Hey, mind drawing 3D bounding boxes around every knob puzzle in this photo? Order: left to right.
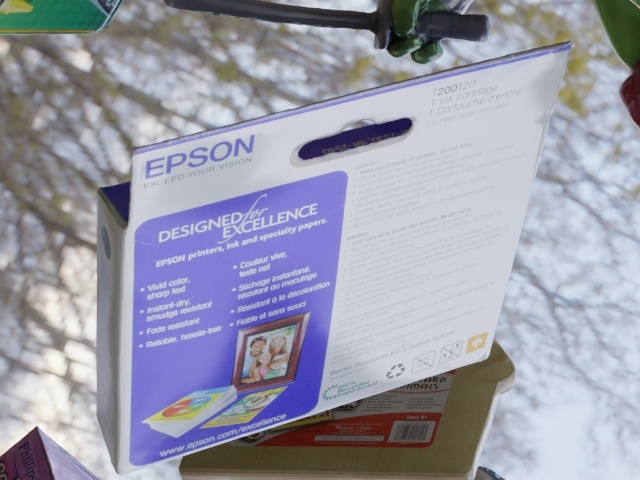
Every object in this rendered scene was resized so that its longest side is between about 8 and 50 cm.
[{"bbox_3d":[0.024,0.089,1.042,0.213,0.213,0.030,41,-32,55],"label":"knob puzzle"}]

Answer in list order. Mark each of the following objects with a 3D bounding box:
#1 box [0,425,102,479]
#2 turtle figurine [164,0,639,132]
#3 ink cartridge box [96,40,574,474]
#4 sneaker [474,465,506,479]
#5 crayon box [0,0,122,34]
[{"bbox_3d":[-0.254,0.322,1.490,0.243,0.213,0.117,-40,-146,4],"label":"box"},{"bbox_3d":[0.079,-0.098,0.722,0.266,0.274,0.198,49,-41,10],"label":"turtle figurine"},{"bbox_3d":[0.000,0.000,0.778,0.045,0.206,0.208,57,-28,36],"label":"ink cartridge box"},{"bbox_3d":[0.138,0.272,1.354,0.071,0.083,0.191,132,-60,-72],"label":"sneaker"},{"bbox_3d":[-0.214,-0.169,0.727,0.165,0.278,0.081,49,-59,22],"label":"crayon box"}]
